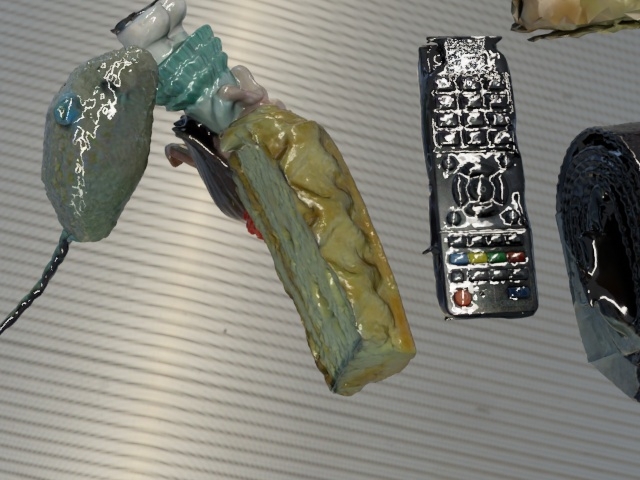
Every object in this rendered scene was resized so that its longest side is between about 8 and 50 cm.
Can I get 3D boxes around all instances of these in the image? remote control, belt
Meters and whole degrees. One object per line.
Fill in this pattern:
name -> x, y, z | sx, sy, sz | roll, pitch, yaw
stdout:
remote control -> 0.199, -0.086, 1.293 | 0.144, 0.062, 0.399 | -2, 73, -3
belt -> 0.328, 0.022, 0.983 | 0.164, 0.184, 0.289 | -7, 81, -18

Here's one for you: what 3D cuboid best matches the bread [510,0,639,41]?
bread -> 0.220, -0.268, 0.522 | 0.248, 0.279, 0.315 | 3, 100, 24

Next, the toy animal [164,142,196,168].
toy animal -> -0.088, -0.095, 1.235 | 0.157, 0.312, 0.097 | 23, 82, 33

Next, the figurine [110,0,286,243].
figurine -> -0.099, -0.115, 0.918 | 0.245, 0.110, 0.138 | 51, 35, -15

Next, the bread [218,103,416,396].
bread -> 0.000, 0.000, 0.751 | 0.088, 0.128, 0.232 | -22, 73, -15

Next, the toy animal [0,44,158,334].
toy animal -> -0.183, -0.021, 0.677 | 0.079, 0.070, 0.253 | 29, 89, -13
